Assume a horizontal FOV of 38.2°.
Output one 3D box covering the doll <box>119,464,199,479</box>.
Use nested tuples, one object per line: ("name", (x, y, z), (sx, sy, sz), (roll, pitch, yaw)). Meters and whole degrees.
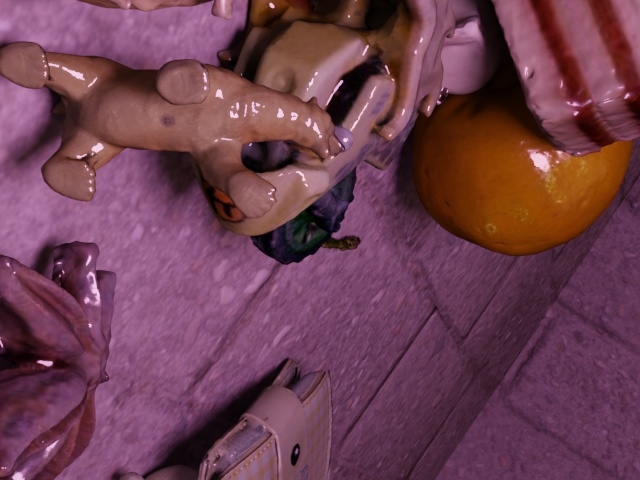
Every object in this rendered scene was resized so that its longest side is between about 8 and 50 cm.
("doll", (-0.194, 0.324, 1.044), (0.275, 0.113, 0.155), (-7, 116, -69))

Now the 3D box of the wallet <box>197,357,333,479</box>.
("wallet", (-0.067, 0.296, 1.132), (0.309, 0.077, 0.223), (-38, 136, -65))

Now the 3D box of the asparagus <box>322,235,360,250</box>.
("asparagus", (0.000, 0.000, 1.113), (0.022, 0.023, 0.233), (-17, 170, 25))

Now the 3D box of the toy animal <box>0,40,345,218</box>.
("toy animal", (-0.095, -0.083, 0.623), (0.101, 0.218, 0.103), (-65, 159, -68))

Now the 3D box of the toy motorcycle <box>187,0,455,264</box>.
("toy motorcycle", (0.010, -0.162, 0.761), (0.237, 0.168, 0.410), (-15, 128, -65))

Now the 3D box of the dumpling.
("dumpling", (0.125, -0.208, 0.989), (0.151, 0.124, 0.229), (-25, 179, 27))

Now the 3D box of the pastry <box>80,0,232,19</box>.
("pastry", (-0.080, -0.243, 0.473), (0.236, 0.170, 0.256), (3, 112, -66))

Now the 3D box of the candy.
("candy", (0.238, -0.254, 0.911), (0.135, 0.321, 0.179), (-21, 170, 20))

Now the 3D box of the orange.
("orange", (0.242, -0.120, 1.142), (0.235, 0.279, 0.279), (34, 89, -34))

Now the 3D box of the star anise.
("star anise", (-0.219, 0.096, 0.697), (0.257, 0.110, 0.198), (96, 7, -73))
